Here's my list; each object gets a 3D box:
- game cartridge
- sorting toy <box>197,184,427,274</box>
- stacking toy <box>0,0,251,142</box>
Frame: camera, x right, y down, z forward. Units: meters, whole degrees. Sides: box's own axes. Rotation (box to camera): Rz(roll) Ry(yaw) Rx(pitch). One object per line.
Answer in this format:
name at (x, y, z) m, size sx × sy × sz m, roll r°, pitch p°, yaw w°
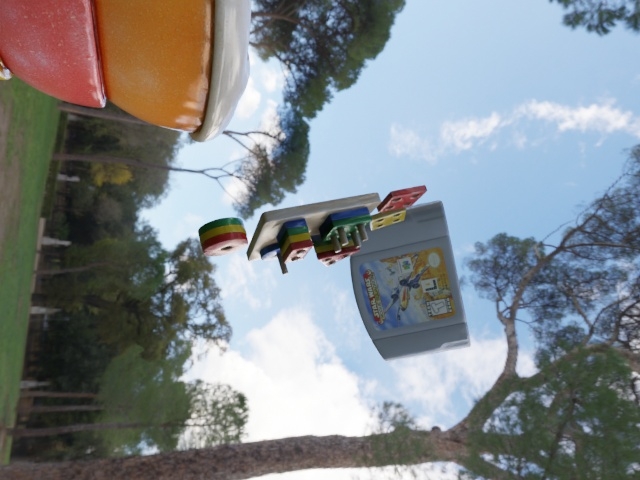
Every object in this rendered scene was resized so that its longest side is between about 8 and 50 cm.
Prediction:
game cartridge at (0.163, 0.088, 0.869) m, size 0.062 × 0.198 × 0.297 m, roll -85°, pitch 160°, yaw -76°
sorting toy at (0.000, 0.000, 0.525) m, size 0.132 × 0.275 × 0.046 m, roll 130°, pitch -54°, yaw -64°
stacking toy at (-0.334, -0.285, 0.489) m, size 0.350 × 0.480 × 0.350 m, roll 175°, pitch -90°, yaw -66°
